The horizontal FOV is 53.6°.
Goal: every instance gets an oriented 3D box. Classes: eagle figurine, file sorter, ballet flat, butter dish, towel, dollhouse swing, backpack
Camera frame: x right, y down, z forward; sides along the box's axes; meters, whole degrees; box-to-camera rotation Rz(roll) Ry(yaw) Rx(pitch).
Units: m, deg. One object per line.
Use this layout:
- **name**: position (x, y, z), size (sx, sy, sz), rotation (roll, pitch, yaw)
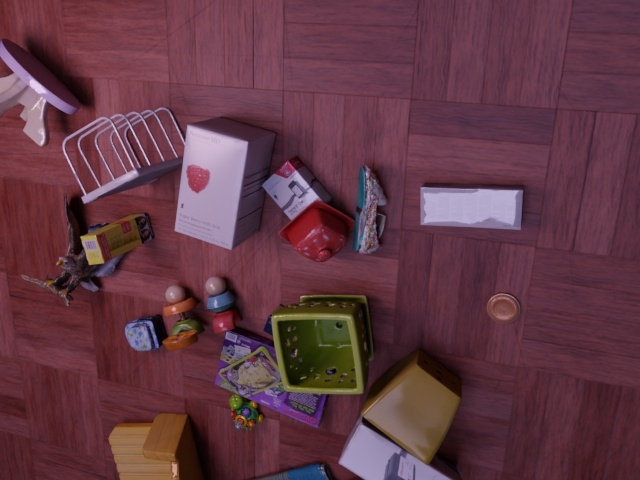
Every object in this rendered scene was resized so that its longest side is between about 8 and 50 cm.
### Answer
- **eagle figurine**: position (-0.731, 0.040, 1.916), size (0.226, 0.225, 0.298), rotation (28, 90, -29)
- **file sorter**: position (-0.506, -0.235, 1.678), size (0.193, 0.278, 0.173), rotation (-22, 97, 25)
- **ballet flat**: position (0.130, -0.078, 1.622), size (0.077, 0.091, 0.240), rotation (-1, 115, -12)
- **butter dish**: position (0.000, 0.000, 1.634), size (0.160, 0.118, 0.160), rotation (28, 124, -37)
- **towel**: position (-0.082, 0.856, 2.025), size (0.370, 0.040, 0.271), rotation (-23, 98, 27)
- **dollhouse swing**: position (-0.547, 0.776, 2.037), size (0.305, 0.315, 0.346), rotation (-9, 106, 1)
- **backpack**: position (-0.553, 0.292, 1.978), size (0.114, 0.084, 0.104), rotation (-7, 103, 25)

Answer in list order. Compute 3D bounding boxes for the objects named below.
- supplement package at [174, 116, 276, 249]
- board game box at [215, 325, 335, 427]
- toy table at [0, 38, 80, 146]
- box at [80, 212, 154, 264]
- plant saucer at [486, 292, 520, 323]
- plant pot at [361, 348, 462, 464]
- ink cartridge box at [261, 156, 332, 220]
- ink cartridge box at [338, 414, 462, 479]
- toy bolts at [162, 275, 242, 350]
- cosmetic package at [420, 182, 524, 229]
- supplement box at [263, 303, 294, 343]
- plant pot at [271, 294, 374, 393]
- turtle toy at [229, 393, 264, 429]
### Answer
- **supplement package**: position (-0.252, -0.155, 1.668), size (0.178, 0.175, 0.292), rotation (18, 112, 15)
- **board game box**: position (-0.138, 0.402, 1.888), size (0.347, 0.056, 0.208), rotation (20, 109, 13)
- **toy table**: position (-0.824, -0.407, 1.772), size (0.274, 0.252, 0.161), rotation (45, 100, 12)
- **box**: position (-0.572, -0.009, 1.800), size (0.058, 0.232, 0.087), rotation (-6, 104, 24)
- **plant saucer**: position (0.465, 0.173, 1.611), size (0.084, 0.013, 0.083), rotation (7, 110, 18)
- **plant pot**: position (0.258, 0.416, 1.670), size (0.212, 0.212, 0.187), rotation (37, 104, 5)
- **ink cartridge box**: position (-0.061, -0.127, 1.671), size (0.109, 0.063, 0.150), rotation (-40, 91, 26)
- **ink cartridge box**: position (0.215, 0.607, 1.715), size (0.308, 0.223, 0.129), rotation (30, 88, 8)
- **toy bolts**: position (-0.359, 0.199, 1.826), size (0.229, 0.218, 0.158), rotation (-16, 96, 5)
- **cosmetic package**: position (0.365, -0.085, 1.534), size (0.239, 0.060, 0.098), rotation (4, 107, 19)
- **supplement box**: position (-0.103, 0.236, 1.797), size (0.083, 0.083, 0.056), rotation (27, 115, 10)
- **plant pot**: position (0.023, 0.260, 1.692), size (0.228, 0.207, 0.227), rotation (-2, 106, 21)
- **turtle toy**: position (-0.240, 0.529, 1.954), size (0.095, 0.066, 0.130), rotation (-16, 102, 24)
